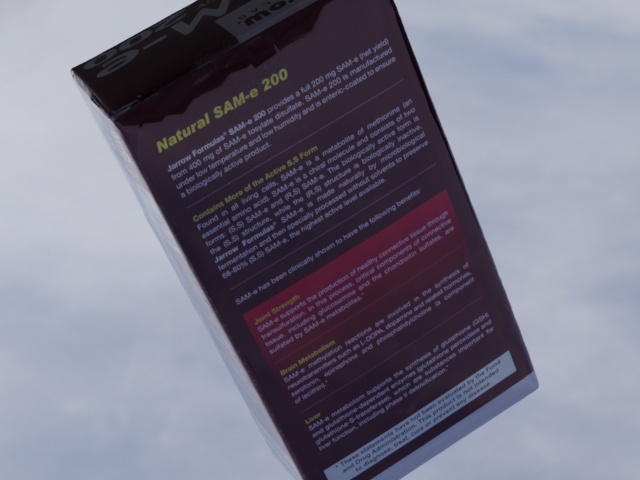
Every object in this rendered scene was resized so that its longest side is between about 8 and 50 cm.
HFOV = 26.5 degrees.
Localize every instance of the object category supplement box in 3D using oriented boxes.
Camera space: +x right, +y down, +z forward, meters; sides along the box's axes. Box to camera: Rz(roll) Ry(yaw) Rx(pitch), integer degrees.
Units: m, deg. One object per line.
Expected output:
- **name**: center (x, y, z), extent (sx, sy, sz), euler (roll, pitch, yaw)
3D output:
- **supplement box**: center (0.000, 0.000, 0.624), extent (0.130, 0.239, 0.073), euler (-31, -148, -11)
